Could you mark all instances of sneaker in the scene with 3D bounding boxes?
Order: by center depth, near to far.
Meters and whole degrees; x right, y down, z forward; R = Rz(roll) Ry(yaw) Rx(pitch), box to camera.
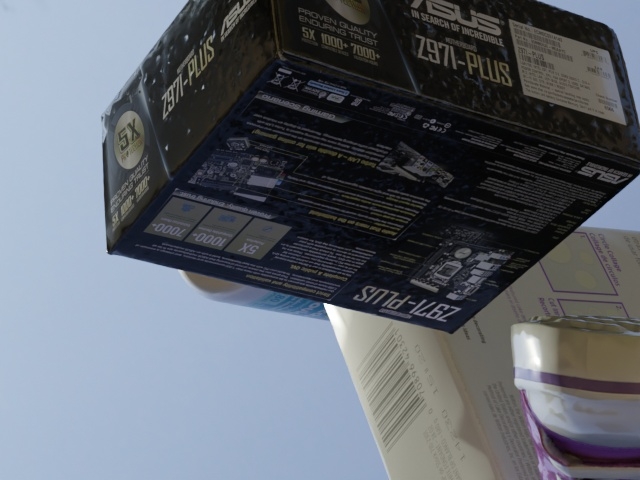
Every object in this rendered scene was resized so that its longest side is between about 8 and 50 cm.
[{"bbox_3d":[0.135,0.121,0.777,0.102,0.282,0.161,2,-103,13],"label":"sneaker"}]

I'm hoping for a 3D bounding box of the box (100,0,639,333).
[{"bbox_3d":[0.020,-0.043,0.775,0.147,0.180,0.077,-46,-140,44],"label":"box"}]

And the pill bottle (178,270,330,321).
[{"bbox_3d":[0.000,0.000,1.697,0.146,0.264,0.146,-11,-106,43],"label":"pill bottle"}]

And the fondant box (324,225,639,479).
[{"bbox_3d":[0.192,0.109,1.107,0.096,0.330,0.238,-56,-138,40],"label":"fondant box"}]
